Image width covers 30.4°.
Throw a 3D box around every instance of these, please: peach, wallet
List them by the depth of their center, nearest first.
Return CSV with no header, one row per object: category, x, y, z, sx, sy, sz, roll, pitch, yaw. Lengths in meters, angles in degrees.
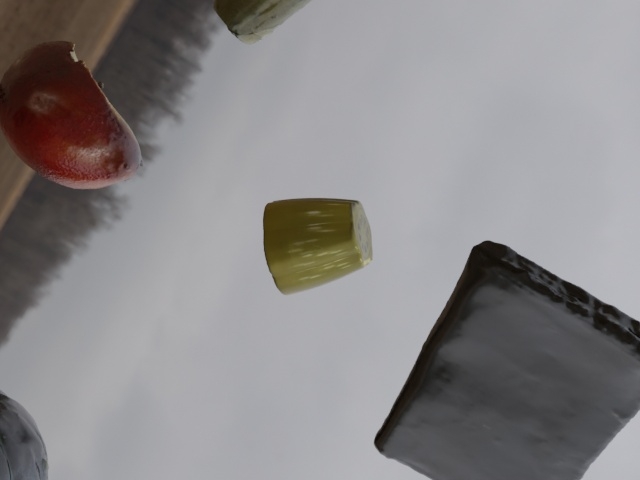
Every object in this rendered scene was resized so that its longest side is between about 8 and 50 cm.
wallet,0.131,0.113,0.823,0.030,0.146,0.285,-49,166,-35
peach,-0.357,-0.163,1.620,0.154,0.159,0.267,-33,-127,-4

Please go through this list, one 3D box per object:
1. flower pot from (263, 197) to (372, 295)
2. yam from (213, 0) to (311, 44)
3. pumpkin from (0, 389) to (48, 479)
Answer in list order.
flower pot,0.000,0.000,2.306,0.179,0.195,0.195,-10,-147,18
yam,0.048,-0.337,1.183,0.371,0.083,0.083,-39,-163,11
pumpkin,-0.574,0.333,1.689,0.363,0.363,0.266,-106,-146,-74
